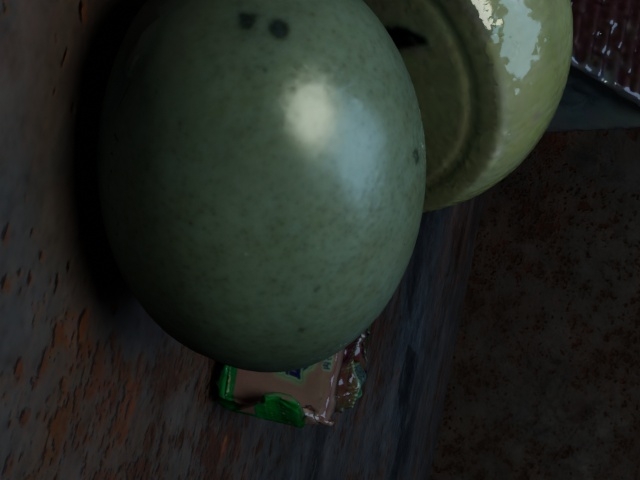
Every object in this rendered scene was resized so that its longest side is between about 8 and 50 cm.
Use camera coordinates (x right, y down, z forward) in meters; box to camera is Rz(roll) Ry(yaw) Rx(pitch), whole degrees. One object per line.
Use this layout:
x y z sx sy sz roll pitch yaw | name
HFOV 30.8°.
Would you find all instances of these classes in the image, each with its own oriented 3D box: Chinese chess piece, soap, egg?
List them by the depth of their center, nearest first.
-0.030 -0.033 0.601 0.169 0.169 0.237 -64 161 -50 | egg
0.031 -0.125 0.674 0.092 0.237 0.238 -47 148 -36 | Chinese chess piece
0.002 0.000 0.915 0.218 0.098 0.274 9 91 -77 | soap

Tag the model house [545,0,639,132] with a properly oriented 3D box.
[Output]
0.227 -0.268 1.100 0.297 0.338 0.360 90 14 -68 | model house
